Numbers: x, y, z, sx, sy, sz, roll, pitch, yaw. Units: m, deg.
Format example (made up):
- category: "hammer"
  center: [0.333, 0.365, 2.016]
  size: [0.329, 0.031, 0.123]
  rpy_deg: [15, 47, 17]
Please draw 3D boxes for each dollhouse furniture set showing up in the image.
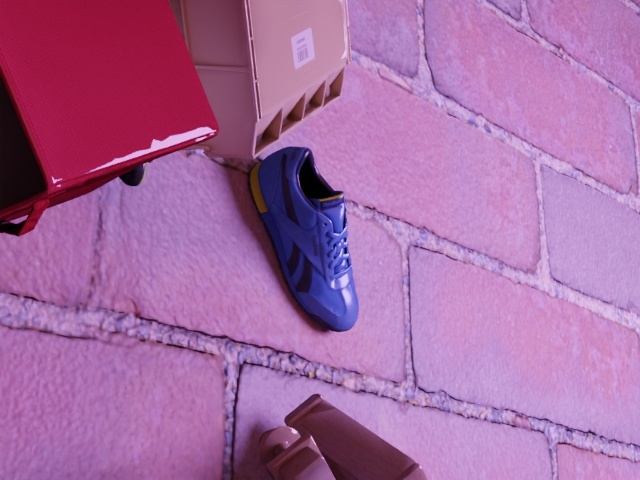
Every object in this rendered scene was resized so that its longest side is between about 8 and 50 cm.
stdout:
- category: "dollhouse furniture set"
  center: [-0.065, 0.329, 1.043]
  size: [0.355, 0.174, 0.303]
  rpy_deg: [-37, 120, -18]

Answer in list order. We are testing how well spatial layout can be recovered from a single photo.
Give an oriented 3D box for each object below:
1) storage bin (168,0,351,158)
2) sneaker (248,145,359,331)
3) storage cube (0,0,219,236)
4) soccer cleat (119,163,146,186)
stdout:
- category: "storage bin"
  center: [-0.074, -0.235, 1.072]
  size: [0.262, 0.123, 0.260]
  rpy_deg: [-45, 134, -62]
- category: "sneaker"
  center: [0.000, 0.000, 1.198]
  size: [0.069, 0.082, 0.209]
  rpy_deg: [-35, 104, -50]
- category: "storage cube"
  center: [-0.232, -0.122, 0.908]
  size: [0.193, 0.183, 0.215]
  rpy_deg: [-28, 97, -50]
- category: "soccer cleat"
  center: [-0.202, -0.134, 1.049]
  size: [0.072, 0.060, 0.179]
  rpy_deg: [-7, 80, -32]
